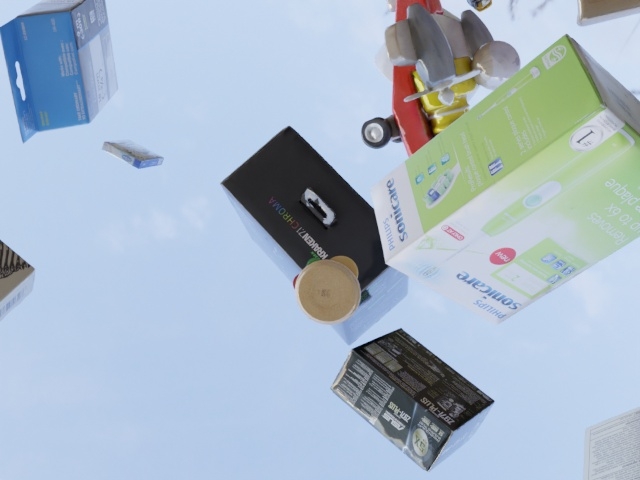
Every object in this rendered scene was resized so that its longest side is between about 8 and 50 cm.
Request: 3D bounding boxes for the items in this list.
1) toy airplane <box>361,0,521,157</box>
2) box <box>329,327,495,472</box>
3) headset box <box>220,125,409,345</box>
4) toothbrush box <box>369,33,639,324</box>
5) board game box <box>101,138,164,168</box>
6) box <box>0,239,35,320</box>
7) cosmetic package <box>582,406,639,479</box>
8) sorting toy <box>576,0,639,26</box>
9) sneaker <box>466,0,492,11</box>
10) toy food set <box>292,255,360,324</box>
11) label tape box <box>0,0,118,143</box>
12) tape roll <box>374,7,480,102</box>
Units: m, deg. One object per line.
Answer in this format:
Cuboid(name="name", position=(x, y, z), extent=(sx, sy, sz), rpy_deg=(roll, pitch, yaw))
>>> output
Cuboid(name="toy airplane", position=(0.227, -0.344, 1.496), extent=(0.273, 0.384, 0.386), rpy_deg=(8, -121, 25))
Cuboid(name="box", position=(0.131, 0.219, 1.175), extent=(0.180, 0.077, 0.147), rpy_deg=(37, -155, 23))
Cuboid(name="headset box", position=(0.000, 0.000, 1.198), extent=(0.131, 0.283, 0.246), rpy_deg=(-41, -107, -7))
Cuboid(name="toothbrush box", position=(0.230, -0.053, 0.921), extent=(0.206, 0.283, 0.122), rpy_deg=(29, -142, -35))
Cuboid(name="board game box", position=(-0.370, -0.172, 1.644), extent=(0.090, 0.020, 0.090), rpy_deg=(28, -162, 12))
Cuboid(name="box", position=(-0.583, 0.010, 1.289), extent=(0.275, 0.094, 0.113), rpy_deg=(39, -123, 0))
Cuboid(name="cosmetic package", position=(0.506, 0.423, 1.308), extent=(0.113, 0.160, 0.309), rpy_deg=(37, -136, -16))
Cuboid(name="sorting toy", position=(0.373, -0.377, 0.997), extent=(0.193, 0.208, 0.038), rpy_deg=(-17, -158, -20))
Cuboid(name="sneaker", position=(0.362, -0.585, 1.891), extent=(0.088, 0.225, 0.092), rpy_deg=(-29, -97, 15))
Cuboid(name="toy food set", position=(0.008, 0.060, 0.996), extent=(0.083, 0.020, 0.083), rpy_deg=(-7, -81, 14))
Cuboid(name="label tape box", position=(-0.529, -0.370, 1.727), extent=(0.106, 0.240, 0.333), rpy_deg=(0, -151, 4))
Cuboid(name="tape roll", position=(0.269, -0.423, 1.925), extent=(0.246, 0.169, 0.246), rpy_deg=(28, -153, -15))
